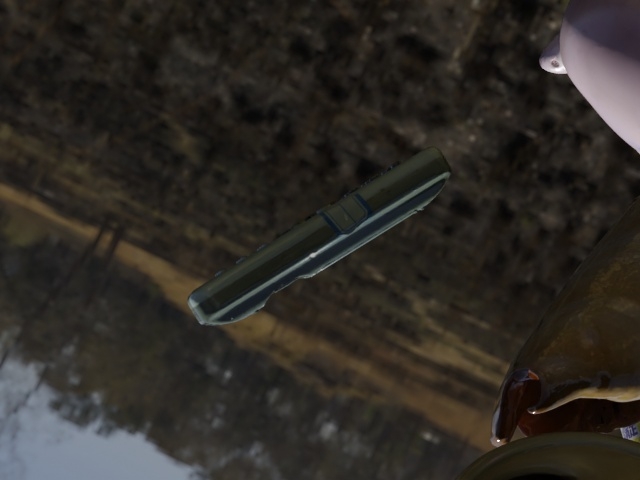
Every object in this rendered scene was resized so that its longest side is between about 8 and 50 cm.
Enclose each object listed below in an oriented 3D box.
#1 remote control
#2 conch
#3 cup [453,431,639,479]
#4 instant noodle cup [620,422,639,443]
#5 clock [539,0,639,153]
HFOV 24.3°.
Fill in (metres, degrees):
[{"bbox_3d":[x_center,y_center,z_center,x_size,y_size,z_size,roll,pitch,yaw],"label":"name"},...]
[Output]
[{"bbox_3d":[0.000,0.000,1.723,0.065,0.335,0.128,59,172,-2],"label":"remote control"},{"bbox_3d":[0.192,0.032,0.883,0.255,0.127,0.158,-11,160,-38],"label":"conch"},{"bbox_3d":[0.140,0.250,0.737,0.173,0.202,0.255,-8,-143,-9],"label":"cup"},{"bbox_3d":[0.466,0.242,1.829,0.213,0.174,0.213,-6,159,-2],"label":"instant noodle cup"},{"bbox_3d":[0.532,-0.269,2.166,0.377,0.368,0.250,25,-142,2],"label":"clock"}]
